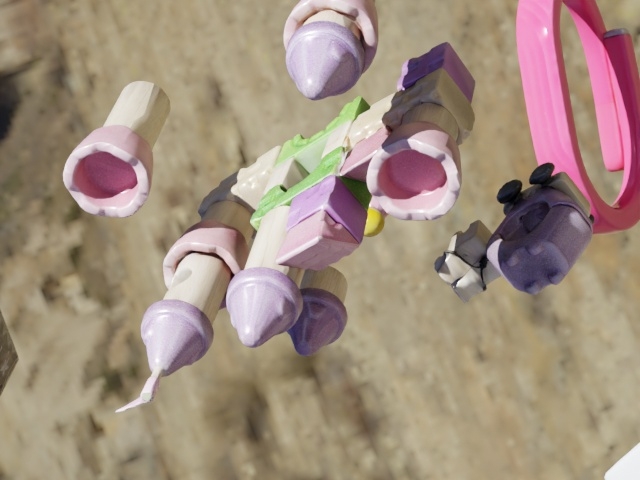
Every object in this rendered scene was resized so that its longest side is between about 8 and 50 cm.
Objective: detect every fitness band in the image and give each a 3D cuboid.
[{"bbox_3d":[0.284,-0.150,1.924,0.209,0.054,0.290,-6,-95,-58],"label":"fitness band"}]

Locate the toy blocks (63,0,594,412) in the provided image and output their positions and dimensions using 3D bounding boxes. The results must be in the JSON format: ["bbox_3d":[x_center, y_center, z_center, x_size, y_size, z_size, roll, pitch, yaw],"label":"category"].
[{"bbox_3d":[0.000,0.000,1.311,0.309,0.289,0.260,48,-150,-21],"label":"toy blocks"}]

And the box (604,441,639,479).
[{"bbox_3d":[0.399,0.249,1.280,0.345,0.168,0.215,54,-159,21],"label":"box"}]

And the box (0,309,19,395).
[{"bbox_3d":[-0.362,0.135,1.367,0.142,0.163,0.247,89,-159,-58],"label":"box"}]
